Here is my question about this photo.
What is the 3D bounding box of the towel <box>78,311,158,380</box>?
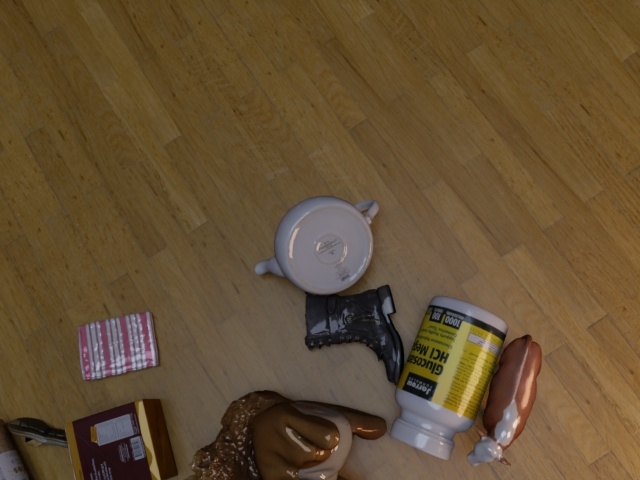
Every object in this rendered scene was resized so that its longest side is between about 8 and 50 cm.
[{"bbox_3d":[-0.510,0.266,1.712,0.197,0.029,0.144,-12,76,1],"label":"towel"}]

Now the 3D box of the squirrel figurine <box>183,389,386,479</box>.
[{"bbox_3d":[-0.091,0.546,1.514,0.397,0.281,0.370,11,88,23],"label":"squirrel figurine"}]

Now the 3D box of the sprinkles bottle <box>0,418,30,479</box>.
[{"bbox_3d":[-0.738,0.604,1.604,0.121,0.121,0.355,-33,76,-2],"label":"sprinkles bottle"}]

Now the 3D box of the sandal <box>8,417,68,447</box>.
[{"bbox_3d":[-0.684,0.482,1.663,0.180,0.072,0.049,16,100,5],"label":"sandal"}]

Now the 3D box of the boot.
[{"bbox_3d":[0.076,0.233,1.637,0.229,0.091,0.263,-12,72,9],"label":"boot"}]

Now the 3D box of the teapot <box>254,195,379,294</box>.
[{"bbox_3d":[0.000,0.000,1.649,0.256,0.187,0.252,13,97,-17],"label":"teapot"}]

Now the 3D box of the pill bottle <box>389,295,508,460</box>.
[{"bbox_3d":[0.282,0.309,1.534,0.188,0.188,0.334,21,79,10],"label":"pill bottle"}]

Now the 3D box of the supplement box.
[{"bbox_3d":[-0.467,0.494,1.598,0.194,0.129,0.191,-18,76,1],"label":"supplement box"}]

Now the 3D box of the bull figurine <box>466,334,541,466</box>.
[{"bbox_3d":[0.413,0.361,1.508,0.101,0.188,0.310,23,80,11],"label":"bull figurine"}]
